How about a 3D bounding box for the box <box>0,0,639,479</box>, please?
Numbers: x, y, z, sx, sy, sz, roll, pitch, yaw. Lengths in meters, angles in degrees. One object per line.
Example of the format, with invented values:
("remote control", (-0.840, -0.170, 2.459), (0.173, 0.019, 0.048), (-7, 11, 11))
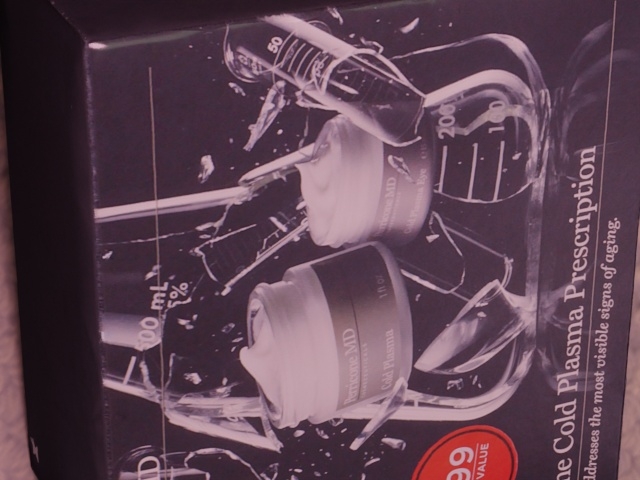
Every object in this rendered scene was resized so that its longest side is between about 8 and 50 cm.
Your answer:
("box", (0.000, 0.000, 1.066), (0.312, 0.179, 0.343), (-11, 118, -19))
